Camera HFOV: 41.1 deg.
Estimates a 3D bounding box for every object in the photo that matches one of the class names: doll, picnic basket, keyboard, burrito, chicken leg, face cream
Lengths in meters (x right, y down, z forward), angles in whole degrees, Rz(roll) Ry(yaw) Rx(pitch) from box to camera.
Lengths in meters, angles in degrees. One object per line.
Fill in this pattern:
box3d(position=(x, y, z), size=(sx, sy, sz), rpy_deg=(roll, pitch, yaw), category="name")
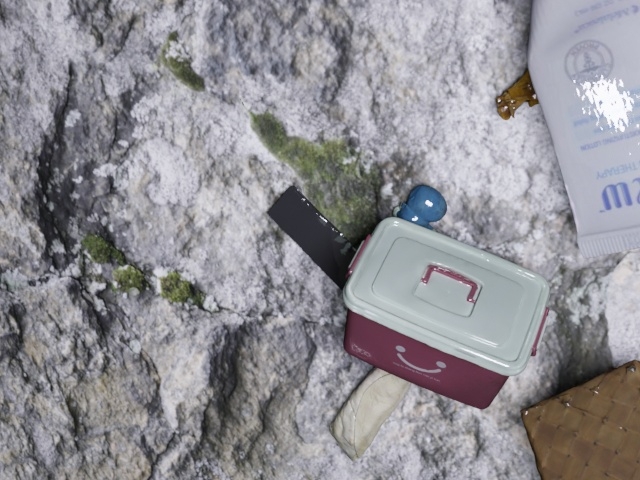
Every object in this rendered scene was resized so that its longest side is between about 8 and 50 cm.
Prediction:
box3d(position=(0.161, -0.044, 1.335), size=(0.076, 0.050, 0.083), rpy_deg=(39, 114, 0), category="doll")
box3d(position=(0.470, 0.356, 1.246), size=(0.254, 0.291, 0.321), rpy_deg=(-30, 139, 24), category="picnic basket")
box3d(position=(0.001, -0.001, 1.427), size=(0.196, 0.015, 0.074), rpy_deg=(45, 120, 1), category="keyboard")
box3d(position=(0.103, 0.266, 1.454), size=(0.082, 0.059, 0.275), rpy_deg=(44, 117, 18), category="burrito")
box3d(position=(0.335, -0.232, 1.195), size=(0.101, 0.085, 0.207), rpy_deg=(43, 126, -10), category="chicken leg")
box3d(position=(0.387, -0.192, 1.075), size=(0.235, 0.137, 0.420), rpy_deg=(-16, 104, 24), category="face cream")

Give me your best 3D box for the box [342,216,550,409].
box3d(position=(0.178, 0.116, 1.291), size=(0.294, 0.193, 0.167), rpy_deg=(23, 144, 11), category="box")
